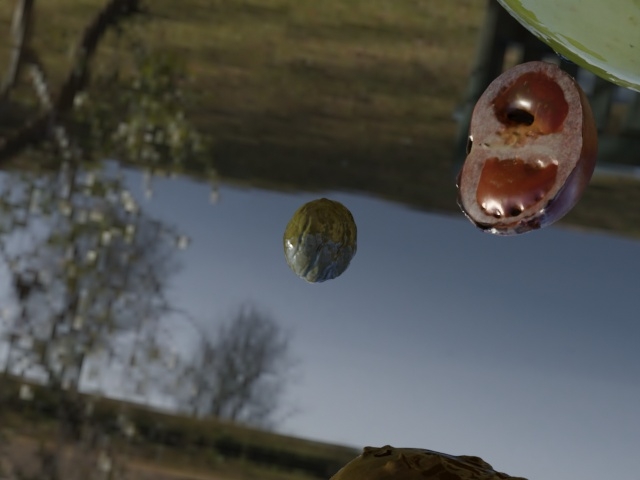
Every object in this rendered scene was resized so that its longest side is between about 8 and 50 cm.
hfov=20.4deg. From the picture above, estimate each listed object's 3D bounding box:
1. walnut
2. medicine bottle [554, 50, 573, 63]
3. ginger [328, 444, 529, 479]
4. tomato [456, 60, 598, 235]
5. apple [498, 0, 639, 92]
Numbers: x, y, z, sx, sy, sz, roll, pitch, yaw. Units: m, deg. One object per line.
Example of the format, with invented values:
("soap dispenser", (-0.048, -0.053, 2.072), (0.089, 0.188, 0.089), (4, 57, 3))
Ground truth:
("walnut", (0.000, 0.000, 1.843), (0.092, 0.092, 0.092), (10, 170, 2))
("medicine bottle", (0.197, -0.373, 2.043), (0.108, 0.426, 0.108), (-22, 146, -16))
("ginger", (0.067, 0.272, 1.279), (0.200, 0.223, 0.269), (-6, -153, 39))
("tomato", (0.279, -0.102, 2.222), (0.112, 0.228, 0.199), (23, 169, -39))
("apple", (0.290, -0.301, 1.512), (0.357, 0.357, 0.357), (10, 170, 2))
